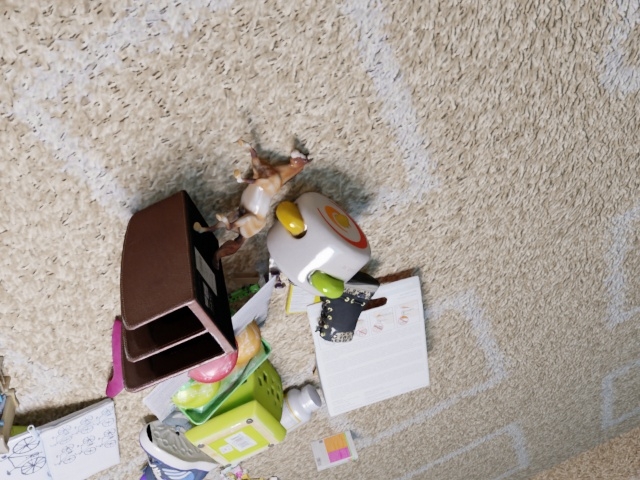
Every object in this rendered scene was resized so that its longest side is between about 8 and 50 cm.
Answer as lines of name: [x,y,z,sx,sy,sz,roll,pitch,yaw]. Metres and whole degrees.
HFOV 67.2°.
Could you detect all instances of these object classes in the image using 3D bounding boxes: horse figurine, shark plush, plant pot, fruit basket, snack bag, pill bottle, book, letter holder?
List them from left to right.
snack bag: [-0.697,0.568,1.237,0.342,0.037,0.323,-15,136,-35]
letter holder: [-0.297,0.085,0.869,0.214,0.302,0.152,-23,132,0]
shark plush: [-0.369,0.493,1.298,0.067,0.161,0.073,-62,143,-16]
fruit basket: [-0.232,0.235,1.022,0.327,0.165,0.353,-44,164,-26]
plant pot: [-0.222,0.438,1.256,0.227,0.207,0.228,-25,131,3]
horse figurine: [-0.133,-0.073,0.906,0.263,0.066,0.174,-62,154,8]
pill bottle: [-0.090,0.507,1.430,0.184,0.103,0.103,-36,131,11]
book: [0.047,0.726,1.666,0.144,0.096,0.035,-13,132,-9]

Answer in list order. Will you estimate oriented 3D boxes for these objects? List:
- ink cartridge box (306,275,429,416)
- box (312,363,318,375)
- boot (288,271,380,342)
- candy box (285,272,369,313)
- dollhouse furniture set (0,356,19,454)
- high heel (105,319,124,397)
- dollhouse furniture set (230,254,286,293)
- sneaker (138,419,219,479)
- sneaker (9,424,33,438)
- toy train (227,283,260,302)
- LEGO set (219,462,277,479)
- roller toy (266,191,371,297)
ink cartridge box: [0.131,0.279,1.327,0.308,0.091,0.385,-15,116,-7]
box: [0.090,0.332,1.403,0.201,0.021,0.164,3,127,-22]
boot: [0.014,0.153,1.137,0.236,0.085,0.178,10,111,-29]
candy box: [0.018,0.132,1.206,0.206,0.027,0.105,-1,125,-19]
dollhouse furniture set: [-0.762,0.369,1.056,0.129,0.129,0.183,-2,130,-18]
high heel: [-0.479,0.282,1.138,0.117,0.082,0.244,39,124,-9]
dollhouse furniture set: [-0.139,0.066,1.069,0.114,0.091,0.081,-2,114,-15]
sneaker: [-0.468,0.657,1.401,0.236,0.130,0.323,-36,137,6]
sneaker: [-0.800,0.466,1.159,0.208,0.081,0.094,9,118,-28]
toy train: [-0.181,0.121,1.133,0.083,0.017,0.023,-24,123,1]
LEGO set: [-0.254,0.870,1.671,0.132,0.107,0.287,-32,132,8]
roller toy: [0.000,0.000,0.982,0.209,0.191,0.146,45,110,1]
